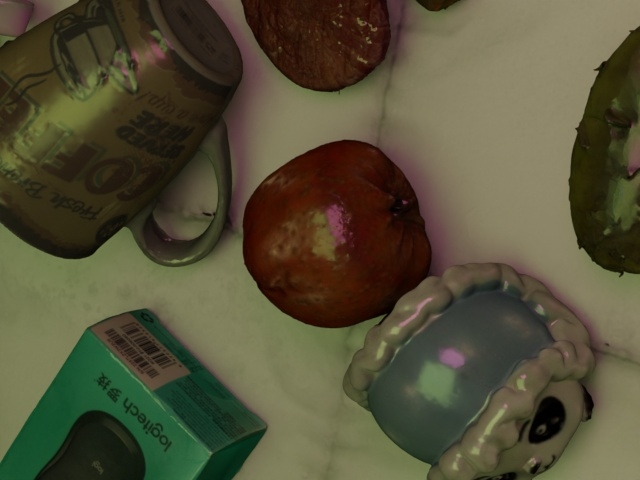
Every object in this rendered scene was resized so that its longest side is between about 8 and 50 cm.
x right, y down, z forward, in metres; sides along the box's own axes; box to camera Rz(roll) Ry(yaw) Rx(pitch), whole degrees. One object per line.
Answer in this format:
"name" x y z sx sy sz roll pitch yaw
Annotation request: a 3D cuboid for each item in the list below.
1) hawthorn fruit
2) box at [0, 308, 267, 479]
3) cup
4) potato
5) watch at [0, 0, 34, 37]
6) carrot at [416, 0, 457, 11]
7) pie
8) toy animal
"hawthorn fruit" 0.000 0.000 1.503 0.200 0.179 0.179 -15 90 29
"box" -0.227 0.255 1.706 0.205 0.118 0.311 44 116 18
"cup" -0.188 -0.110 1.589 0.257 0.227 0.301 -33 110 25
"potato" 0.280 -0.079 1.379 0.117 0.090 0.225 9 100 13
"watch" -0.430 -0.347 1.693 0.248 0.211 0.217 13 96 36
"carrot" 0.027 -0.358 1.494 0.070 0.070 0.342 -44 75 28
"pie" -0.006 -0.230 1.515 0.182 0.050 0.182 21 123 37
"toy animal" 0.135 0.139 1.461 0.204 0.156 0.208 49 121 18
